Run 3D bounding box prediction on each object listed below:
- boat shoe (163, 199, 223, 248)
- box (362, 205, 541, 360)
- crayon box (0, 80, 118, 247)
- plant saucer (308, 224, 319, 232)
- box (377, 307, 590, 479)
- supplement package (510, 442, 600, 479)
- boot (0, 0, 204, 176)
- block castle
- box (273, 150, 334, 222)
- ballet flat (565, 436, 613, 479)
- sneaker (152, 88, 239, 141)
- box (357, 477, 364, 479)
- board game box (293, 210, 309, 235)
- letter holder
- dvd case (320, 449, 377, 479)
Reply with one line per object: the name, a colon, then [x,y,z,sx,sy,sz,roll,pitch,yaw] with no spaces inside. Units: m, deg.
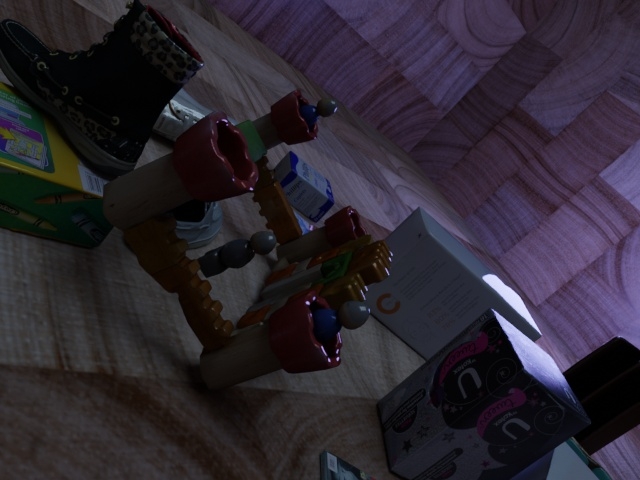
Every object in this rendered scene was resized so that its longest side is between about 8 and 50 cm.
boat shoe: [-0.192,-0.037,0.792,0.079,0.081,0.227,45,20,2]
box: [0.272,0.131,1.185,0.345,0.215,0.168,41,20,-13]
crayon box: [-0.366,-0.104,0.579,0.278,0.081,0.165,21,30,-49]
plant saucer: [0.000,0.000,1.202,0.083,0.013,0.083,38,20,-17]
box: [0.230,0.255,0.797,0.163,0.247,0.142,37,20,-21]
supplement package: [0.334,0.433,0.748,0.203,0.149,0.194,49,33,12]
boot: [-0.259,-0.215,0.622,0.236,0.178,0.085,47,19,5]
block castle: [-0.048,-0.034,0.734,0.303,0.212,0.453,64,17,-13]
box: [-0.042,-0.132,1.295,0.137,0.072,0.126,36,21,-23]
ballet flat: [0.648,0.557,1.301,0.206,0.073,0.067,57,8,22]
sneaker: [-0.250,-0.206,1.012,0.290,0.106,0.123,35,30,-5]
box: [0.066,0.397,0.442,0.242,0.076,0.307,46,19,2]
board game box: [-0.064,-0.039,1.143,0.090,0.020,0.090,40,20,-18]
letter holder: [0.742,0.416,1.416,0.214,0.302,0.152,28,26,-39]
dvd case: [0.049,0.320,0.658,0.119,0.013,0.087,38,20,-21]
